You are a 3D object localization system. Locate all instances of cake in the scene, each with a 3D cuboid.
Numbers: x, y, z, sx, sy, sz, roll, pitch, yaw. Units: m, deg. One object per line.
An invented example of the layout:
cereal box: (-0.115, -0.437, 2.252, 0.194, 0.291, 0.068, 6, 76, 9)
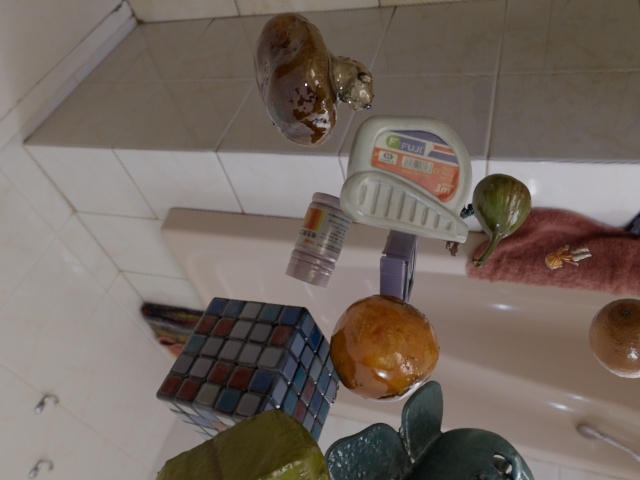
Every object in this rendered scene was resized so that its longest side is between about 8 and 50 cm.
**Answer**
cake: (-0.114, 0.391, 0.774, 0.156, 0.261, 0.179, 44, 152, 58)

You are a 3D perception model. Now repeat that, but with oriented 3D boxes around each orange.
orange: (0.144, 0.246, 1.163, 0.246, 0.246, 0.246, 13, 143, 10)
orange: (0.786, 0.245, 1.293, 0.206, 0.206, 0.206, 13, 143, 10)

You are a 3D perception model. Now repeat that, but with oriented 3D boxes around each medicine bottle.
medicine bottle: (0.000, 0.000, 1.433, 0.134, 0.249, 0.133, 20, 177, 1)

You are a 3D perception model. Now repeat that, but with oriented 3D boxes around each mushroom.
mushroom: (-0.022, -0.390, 1.267, 0.260, 0.345, 0.345, -14, 141, -5)

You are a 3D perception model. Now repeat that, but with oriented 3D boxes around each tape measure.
tape measure: (0.181, -0.122, 1.051, 0.259, 0.264, 0.130, 13, 178, -5)

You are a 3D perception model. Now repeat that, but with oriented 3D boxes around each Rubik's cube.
Rubik's cube: (-0.151, 0.337, 1.222, 0.293, 0.291, 0.286, 3, 139, 30)

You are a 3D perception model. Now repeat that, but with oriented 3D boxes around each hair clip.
hair clip: (0.236, 0.494, 0.993, 0.239, 0.318, 0.391, 17, 135, 49)

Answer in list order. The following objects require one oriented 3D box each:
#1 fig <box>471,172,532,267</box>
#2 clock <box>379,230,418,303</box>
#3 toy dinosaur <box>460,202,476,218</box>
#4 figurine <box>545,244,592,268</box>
fig: (0.465, -0.047, 1.319, 0.152, 0.259, 0.151, 11, 152, 6)
clock: (0.201, 0.079, 1.314, 0.073, 0.144, 0.193, 9, 127, 15)
toy dinosaur: (0.429, -0.081, 1.480, 0.084, 0.030, 0.047, -9, 139, 20)
figurine: (0.625, 0.039, 1.287, 0.109, 0.064, 0.047, -16, 142, 8)
